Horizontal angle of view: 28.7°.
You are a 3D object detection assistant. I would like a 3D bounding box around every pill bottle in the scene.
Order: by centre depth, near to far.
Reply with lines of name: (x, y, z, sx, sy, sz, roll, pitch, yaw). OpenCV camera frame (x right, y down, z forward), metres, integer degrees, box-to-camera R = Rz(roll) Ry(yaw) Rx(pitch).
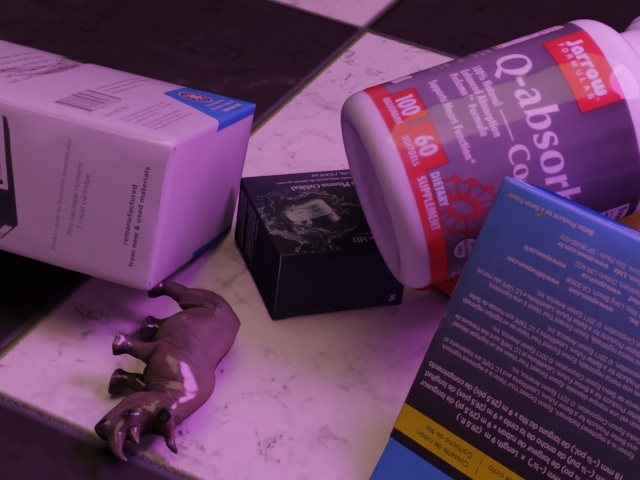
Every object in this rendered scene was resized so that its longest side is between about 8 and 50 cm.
pill bottle: (0.220, -0.103, 1.272, 0.363, 0.210, 0.210, -19, 39, -5)

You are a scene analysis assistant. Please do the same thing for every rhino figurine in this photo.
rhino figurine: (-0.151, 0.127, 1.218, 0.106, 0.073, 0.243, 10, 36, 8)

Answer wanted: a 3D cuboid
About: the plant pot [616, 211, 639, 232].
plant pot: (0.487, -0.006, 1.410, 0.254, 0.254, 0.239, -5, 53, -19)

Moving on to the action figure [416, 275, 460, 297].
action figure: (0.220, -0.015, 1.448, 0.280, 0.139, 0.091, -18, 41, -29)

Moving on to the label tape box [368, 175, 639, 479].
label tape box: (0.209, 0.143, 1.096, 0.240, 0.334, 0.106, 30, 9, 39)

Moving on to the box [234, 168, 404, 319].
box: (0.000, 0.000, 1.414, 0.156, 0.093, 0.158, -6, 38, -19)

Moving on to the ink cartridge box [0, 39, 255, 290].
ink cartridge box: (-0.307, -0.104, 1.374, 0.395, 0.166, 0.285, 16, 17, 10)
